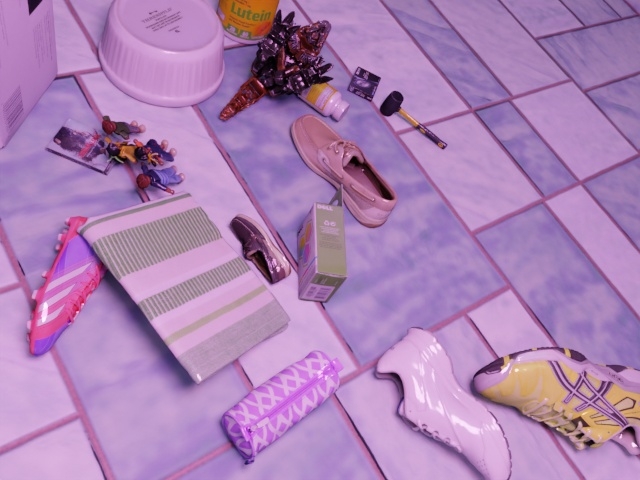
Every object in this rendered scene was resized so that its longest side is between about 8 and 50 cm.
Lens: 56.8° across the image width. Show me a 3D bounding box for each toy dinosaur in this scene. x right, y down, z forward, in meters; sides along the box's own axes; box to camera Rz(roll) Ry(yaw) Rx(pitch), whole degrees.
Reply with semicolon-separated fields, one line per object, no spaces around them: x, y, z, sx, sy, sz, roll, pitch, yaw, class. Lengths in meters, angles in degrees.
-0.083;-0.371;1.295;0.164;0.218;0.322;28;81;-21;toy dinosaur

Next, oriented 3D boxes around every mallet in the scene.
0.226;-0.282;1.443;0.189;0.062;0.039;42;53;-10;mallet

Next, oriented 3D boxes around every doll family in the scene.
-0.333;-0.157;1.092;0.193;0.076;0.111;31;17;12;doll family

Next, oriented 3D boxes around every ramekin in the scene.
-0.327;-0.424;1.254;0.272;0.127;0.273;10;56;-16;ramekin

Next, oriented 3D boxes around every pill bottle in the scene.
-0.153;-0.588;1.355;0.136;0.246;0.136;10;56;-15;pill bottle
0.008;-0.327;1.363;0.116;0.065;0.065;38;53;4;pill bottle

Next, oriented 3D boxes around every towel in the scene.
-0.220;0.062;0.996;0.325;0.038;0.248;49;35;11;towel

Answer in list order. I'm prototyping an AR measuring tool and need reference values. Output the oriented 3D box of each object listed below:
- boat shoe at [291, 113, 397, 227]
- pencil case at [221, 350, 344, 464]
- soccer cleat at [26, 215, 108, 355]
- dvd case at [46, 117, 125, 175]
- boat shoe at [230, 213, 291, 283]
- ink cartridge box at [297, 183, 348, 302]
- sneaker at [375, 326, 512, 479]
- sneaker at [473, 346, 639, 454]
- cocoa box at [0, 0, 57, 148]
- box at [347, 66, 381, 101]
0.053;-0.168;1.255;0.109;0.098;0.302;-26;71;-33;boat shoe
-0.060;0.256;0.943;0.206;0.088;0.086;-32;76;-35;pencil case
-0.392;0.068;0.942;0.095;0.083;0.248;16;52;-17;soccer cleat
-0.441;-0.179;1.122;0.119;0.013;0.087;24;53;-7;dvd case
-0.118;0.015;1.096;0.152;0.056;0.049;45;49;10;boat shoe
0.000;0.000;1.119;0.062;0.109;0.209;9;56;-17;ink cartridge box
0.209;0.300;1.028;0.129;0.111;0.297;-31;69;-18;sneaker
0.465;0.297;1.089;0.384;0.145;0.147;11;55;-13;sneaker
-0.601;-0.374;0.976;0.228;0.347;0.231;20;54;-8;cocoa box
0.109;-0.389;1.471;0.067;0.018;0.083;26;53;-5;box
